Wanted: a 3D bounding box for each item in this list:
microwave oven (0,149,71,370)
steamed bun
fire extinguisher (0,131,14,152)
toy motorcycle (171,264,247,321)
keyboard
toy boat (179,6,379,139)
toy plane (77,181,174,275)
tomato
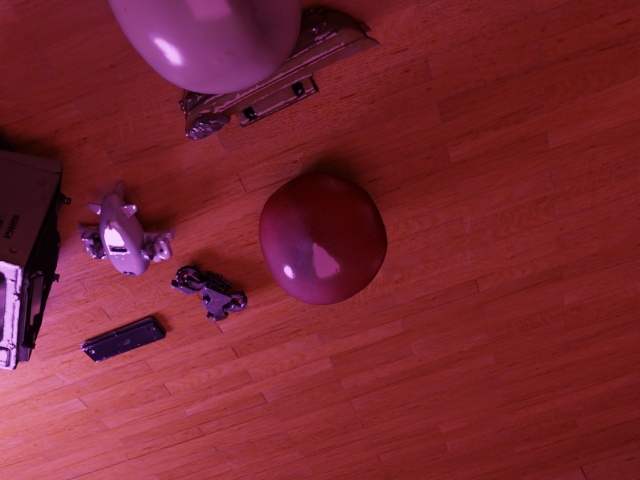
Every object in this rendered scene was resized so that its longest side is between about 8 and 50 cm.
[{"bbox_3d":[-0.699,0.039,1.441,0.247,0.333,0.394,14,137,-16],"label":"microwave oven"},{"bbox_3d":[-0.201,-0.439,1.170,0.334,0.334,0.374,-23,127,8],"label":"steamed bun"},{"bbox_3d":[-0.705,-0.213,1.431,0.064,0.043,0.158,-19,131,2],"label":"fire extinguisher"},{"bbox_3d":[-0.305,0.144,1.795,0.215,0.080,0.122,32,115,-26],"label":"toy motorcycle"},{"bbox_3d":[-0.556,0.280,1.888,0.230,0.025,0.093,-21,132,6],"label":"keyboard"},{"bbox_3d":[-0.093,-0.337,1.396,0.446,0.136,0.162,-26,135,10],"label":"toy boat"},{"bbox_3d":[-0.467,-0.017,1.604,0.245,0.117,0.244,5,134,6],"label":"toy plane"},{"bbox_3d":[0.000,0.000,1.573,0.322,0.321,0.321,-6,130,-7],"label":"tomato"}]
